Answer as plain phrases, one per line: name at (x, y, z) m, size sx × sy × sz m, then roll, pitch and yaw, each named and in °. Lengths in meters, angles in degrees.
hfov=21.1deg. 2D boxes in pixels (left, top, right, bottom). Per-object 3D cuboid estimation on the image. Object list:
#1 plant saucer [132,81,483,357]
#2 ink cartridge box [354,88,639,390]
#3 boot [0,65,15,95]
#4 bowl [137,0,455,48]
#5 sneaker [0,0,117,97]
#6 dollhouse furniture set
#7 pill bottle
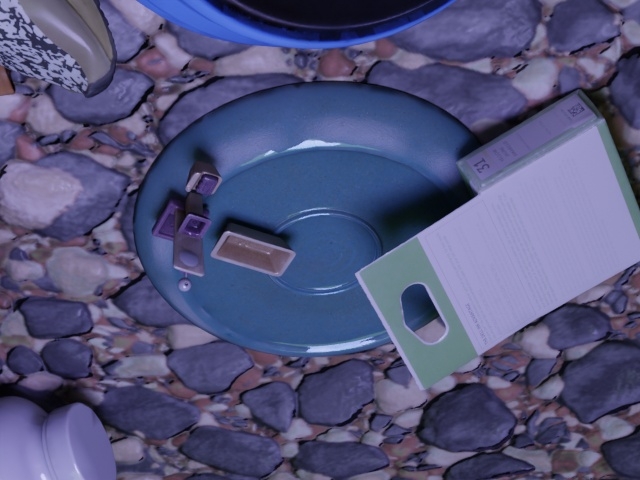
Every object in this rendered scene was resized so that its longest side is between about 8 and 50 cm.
plant saucer at (0.000, 0.000, 1.457) m, size 0.318 × 0.043 × 0.317 m, roll -2°, pitch 135°, yaw -3°
ink cartridge box at (0.148, 0.003, 1.420) m, size 0.235 × 0.056 × 0.171 m, roll -30°, pitch 133°, yaw 0°
boot at (-0.374, -0.111, 1.299) m, size 0.281 × 0.096 × 0.264 m, roll -10°, pitch 128°, yaw -7°
bowl at (0.013, -0.296, 0.992) m, size 0.391 × 0.077 × 0.391 m, roll -17°, pitch 121°, yaw -31°
sneaker at (-0.333, -0.165, 1.097) m, size 0.410 × 0.182 × 0.158 m, roll 26°, pitch 159°, yaw -7°
dollhouse furniture set at (-0.066, 0.006, 1.367) m, size 0.114 × 0.081 × 0.091 m, roll 17°, pitch 131°, yaw -22°
pill bottle at (-0.325, 0.232, 1.580) m, size 0.264 × 0.146 × 0.146 m, roll -20°, pitch 133°, yaw 13°
